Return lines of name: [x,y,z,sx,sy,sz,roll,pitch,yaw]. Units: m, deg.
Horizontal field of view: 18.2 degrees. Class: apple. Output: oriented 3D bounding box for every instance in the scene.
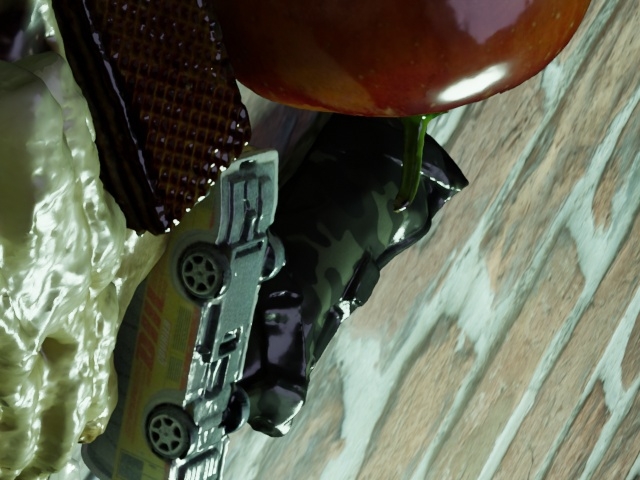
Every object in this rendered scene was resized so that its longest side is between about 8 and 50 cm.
apple: [0.048,-0.195,1.296,0.251,0.271,0.206,-91,-178,-61]

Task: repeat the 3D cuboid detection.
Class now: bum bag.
bum bag: [0.000,0.000,1.558,0.144,0.095,0.340,50,53,-16]

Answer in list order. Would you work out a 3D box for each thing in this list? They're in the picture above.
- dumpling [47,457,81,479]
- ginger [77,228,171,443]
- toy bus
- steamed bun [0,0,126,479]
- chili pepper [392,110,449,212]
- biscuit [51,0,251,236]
dumpling: [-0.262,0.260,1.162,0.260,0.181,0.341,-54,-160,26]
ginger: [-0.163,0.042,1.300,0.137,0.074,0.213,-6,122,-53]
toy bus: [-0.099,0.058,1.403,0.092,0.106,0.268,-20,126,-57]
steamed bun: [-0.184,-0.041,1.026,0.189,0.247,0.428,-42,163,-20]
chili pepper: [0.057,-0.212,1.505,0.137,0.092,0.368,-45,134,-44]
biscuit: [-0.121,-0.130,1.170,0.106,0.070,0.252,-51,136,-38]
